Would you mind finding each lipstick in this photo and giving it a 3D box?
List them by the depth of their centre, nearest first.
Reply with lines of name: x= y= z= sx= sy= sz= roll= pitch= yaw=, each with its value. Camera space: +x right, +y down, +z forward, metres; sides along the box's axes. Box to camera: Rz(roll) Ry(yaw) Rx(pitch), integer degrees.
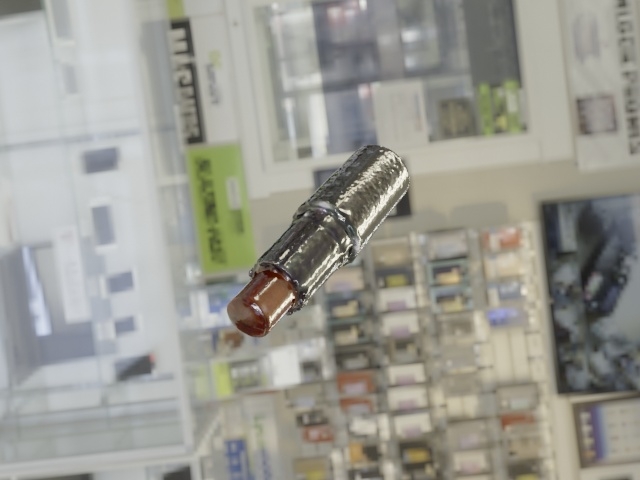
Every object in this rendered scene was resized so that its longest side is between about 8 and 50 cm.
lipstick: x=0.000 y=0.000 z=1.374 sx=0.300 sy=0.081 sz=0.081 roll=-49 pitch=139 yaw=-45
